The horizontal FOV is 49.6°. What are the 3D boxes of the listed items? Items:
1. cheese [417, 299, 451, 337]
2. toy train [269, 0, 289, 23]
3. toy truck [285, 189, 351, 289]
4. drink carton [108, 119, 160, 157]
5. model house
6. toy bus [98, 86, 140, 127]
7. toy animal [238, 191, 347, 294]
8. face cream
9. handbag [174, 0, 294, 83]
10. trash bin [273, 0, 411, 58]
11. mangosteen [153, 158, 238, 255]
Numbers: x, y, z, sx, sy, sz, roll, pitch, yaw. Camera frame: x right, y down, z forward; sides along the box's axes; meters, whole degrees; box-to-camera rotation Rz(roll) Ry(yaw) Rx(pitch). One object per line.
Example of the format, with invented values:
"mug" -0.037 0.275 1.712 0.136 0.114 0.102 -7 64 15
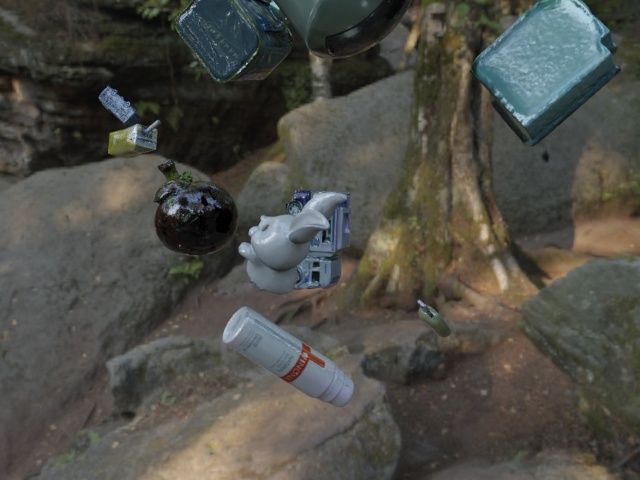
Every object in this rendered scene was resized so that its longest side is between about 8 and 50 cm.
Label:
"cheese" 0.275 0.188 1.741 0.097 0.037 0.192 40 -5 32
"toy train" -0.045 -0.630 1.877 0.125 0.081 0.194 -42 52 -4
"toy truck" 0.000 0.000 1.846 0.155 0.267 0.124 3 5 21
"drink carton" -0.496 -0.274 1.883 0.200 0.074 0.084 -5 -13 44
"model house" 0.537 -0.374 1.604 0.230 0.280 0.249 57 17 25
"toy bus" -0.643 -0.427 2.214 0.166 0.065 0.047 41 -6 26
"toy animal" -0.055 -0.016 1.172 0.131 0.220 0.104 42 39 10
"face cream" -0.062 0.281 1.601 0.346 0.102 0.102 35 6 -20
"handbag" -0.234 -0.581 1.945 0.222 0.263 0.241 -37 1 23
"trash bin" -0.002 -0.584 1.424 0.280 0.280 0.432 -21 67 -47
"mangosteen" -0.355 -0.097 1.910 0.231 0.289 0.231 -19 -12 -4
